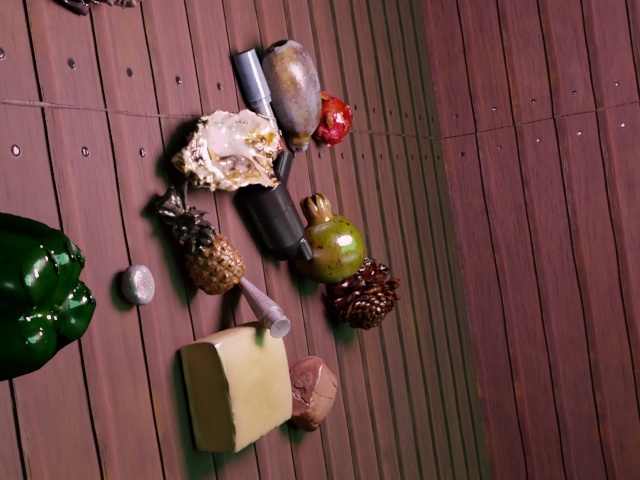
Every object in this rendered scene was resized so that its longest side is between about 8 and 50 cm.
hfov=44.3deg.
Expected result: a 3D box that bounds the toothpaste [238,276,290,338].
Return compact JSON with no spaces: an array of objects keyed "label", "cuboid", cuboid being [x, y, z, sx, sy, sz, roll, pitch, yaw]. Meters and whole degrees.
[{"label":"toothpaste","cuboid":[-0.142,0.137,1.797,0.234,0.057,0.089,45,-6,48]}]

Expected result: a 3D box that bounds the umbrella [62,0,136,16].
[{"label":"umbrella","cuboid":[-0.478,-0.485,1.422,0.357,0.106,0.113,-15,87,-56]}]

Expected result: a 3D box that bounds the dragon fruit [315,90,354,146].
[{"label":"dragon fruit","cuboid":[0.032,-0.365,2.328,0.136,0.133,0.166,14,59,-71]}]

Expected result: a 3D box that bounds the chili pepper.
[{"label":"chili pepper","cuboid":[-0.462,0.073,1.109,0.248,0.256,0.233,-53,142,-56]}]

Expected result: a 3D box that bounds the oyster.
[{"label":"oyster","cuboid":[-0.219,-0.202,1.802,0.354,0.107,0.201,-11,83,-55]}]

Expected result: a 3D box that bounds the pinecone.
[{"label":"pinecone","cuboid":[0.117,0.145,2.286,0.221,0.221,0.221,27,59,-58]}]

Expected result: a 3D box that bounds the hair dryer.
[{"label":"hair dryer","cuboid":[-0.093,-0.104,2.058,0.302,0.116,0.244,-75,149,-50]}]

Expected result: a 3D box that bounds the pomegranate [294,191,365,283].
[{"label":"pomegranate","cuboid":[0.009,0.009,2.110,0.159,0.190,0.241,-24,133,-33]}]

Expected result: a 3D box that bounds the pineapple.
[{"label":"pineapple","cuboid":[-0.263,-0.003,1.671,0.248,0.128,0.128,60,34,-27]}]

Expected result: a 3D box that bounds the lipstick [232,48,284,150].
[{"label":"lipstick","cuboid":[-0.153,-0.355,2.034,0.068,0.061,0.274,-67,142,-64]}]

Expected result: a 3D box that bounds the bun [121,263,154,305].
[{"label":"bun","cuboid":[-0.357,0.088,1.530,0.083,0.045,0.083,19,69,-62]}]

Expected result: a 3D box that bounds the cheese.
[{"label":"cheese","cuboid":[-0.177,0.314,1.741,0.265,0.124,0.242,-13,97,-63]}]

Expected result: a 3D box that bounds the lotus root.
[{"label":"lotus root","cuboid":[-0.063,-0.385,2.120,0.158,0.140,0.322,-101,174,-56]}]

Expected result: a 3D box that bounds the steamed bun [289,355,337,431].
[{"label":"steamed bun","cuboid":[-0.030,0.397,2.033,0.145,0.106,0.175,54,52,-52]}]
